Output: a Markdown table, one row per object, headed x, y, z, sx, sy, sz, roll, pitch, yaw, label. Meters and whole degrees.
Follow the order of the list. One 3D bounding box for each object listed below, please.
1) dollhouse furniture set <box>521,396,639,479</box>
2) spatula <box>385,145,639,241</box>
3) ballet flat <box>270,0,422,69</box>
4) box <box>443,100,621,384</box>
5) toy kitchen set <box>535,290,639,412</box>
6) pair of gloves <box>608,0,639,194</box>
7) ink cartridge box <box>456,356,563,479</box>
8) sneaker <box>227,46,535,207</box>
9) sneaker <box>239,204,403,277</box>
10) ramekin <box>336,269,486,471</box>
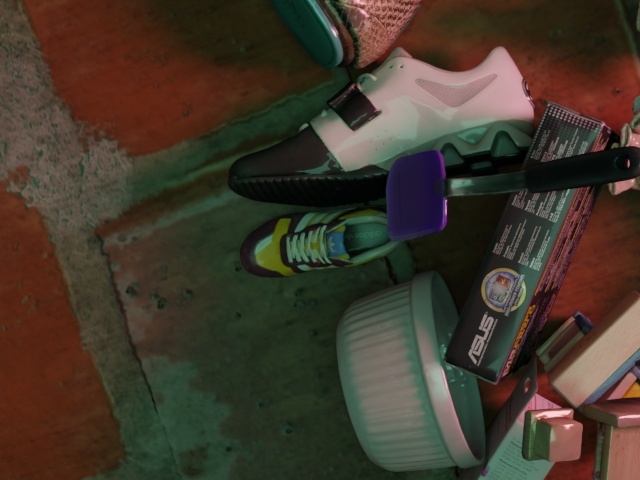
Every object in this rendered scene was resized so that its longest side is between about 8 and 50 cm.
| x | y | z | sx | sy | sz | roll | pitch | yaw | label |
| --- | --- | --- | --- | --- | --- | --- | --- | --- | --- |
| 0.312 | 0.295 | 1.294 | 0.356 | 0.174 | 0.303 | 2 | 97 | -24 | dollhouse furniture set |
| 0.169 | -0.055 | 1.198 | 0.297 | 0.030 | 0.084 | -8 | 82 | 40 | spatula |
| -0.070 | -0.397 | 1.332 | 0.182 | 0.164 | 0.483 | -44 | 98 | -15 | ballet flat |
| 0.220 | 0.002 | 1.310 | 0.060 | 0.216 | 0.270 | 23 | 98 | 17 | box |
| 0.327 | 0.141 | 1.325 | 0.166 | 0.207 | 0.122 | 44 | 98 | 0 | toy kitchen set |
| 0.361 | -0.162 | 1.316 | 0.042 | 0.204 | 0.240 | 12 | 102 | 40 | pair of gloves |
| 0.209 | 0.226 | 1.380 | 0.062 | 0.104 | 0.181 | 29 | 108 | 0 | ink cartridge box |
| 0.059 | -0.124 | 1.370 | 0.331 | 0.122 | 0.146 | -11 | 78 | 5 | sneaker |
| 0.000 | 0.000 | 1.390 | 0.186 | 0.084 | 0.069 | -14 | 95 | 4 | sneaker |
| 0.093 | 0.142 | 1.347 | 0.109 | 0.207 | 0.207 | -14 | 96 | 14 | ramekin |
